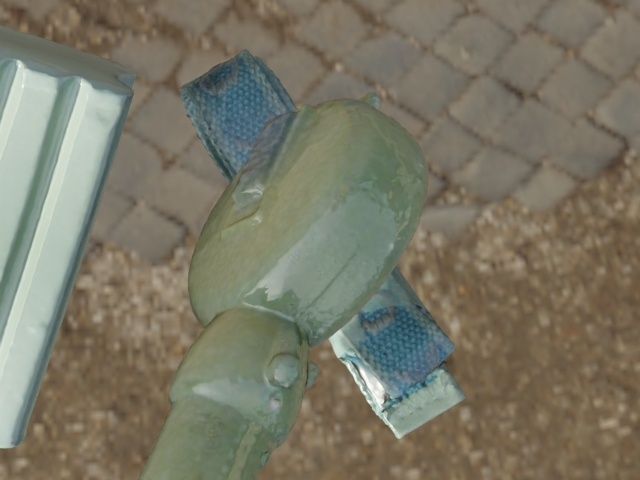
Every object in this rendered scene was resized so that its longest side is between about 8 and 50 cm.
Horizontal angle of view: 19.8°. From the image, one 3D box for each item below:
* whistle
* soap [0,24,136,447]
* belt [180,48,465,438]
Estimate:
[{"bbox_3d":[-0.025,0.031,0.785,0.067,0.258,0.126,35,147,-21],"label":"whistle"},{"bbox_3d":[-0.240,-0.009,1.245,0.160,0.087,0.265,17,104,-9],"label":"soap"},{"bbox_3d":[0.000,0.000,1.320,0.072,0.302,0.087,-31,170,-13],"label":"belt"}]
